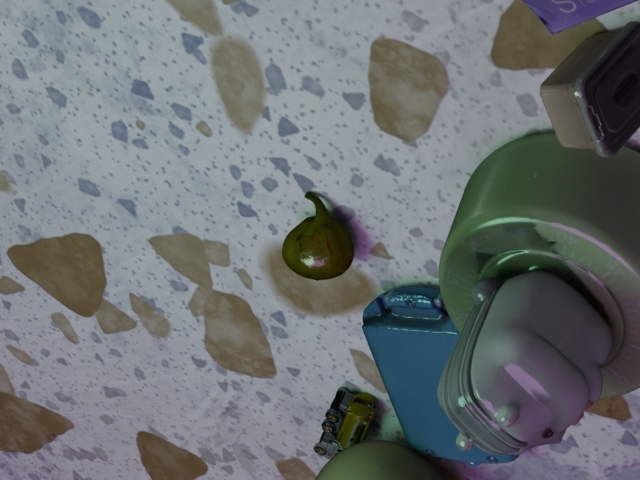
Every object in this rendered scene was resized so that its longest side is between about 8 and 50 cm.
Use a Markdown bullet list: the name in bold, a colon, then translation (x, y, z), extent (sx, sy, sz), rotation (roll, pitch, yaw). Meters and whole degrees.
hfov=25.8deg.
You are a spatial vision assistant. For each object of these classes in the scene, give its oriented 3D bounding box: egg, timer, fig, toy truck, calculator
- **egg**: translation (0.081, 0.360, 1.849), extent (0.186, 0.186, 0.241), rotation (15, 166, 24)
- **timer**: translation (0.225, 0.092, 1.421), extent (0.291, 0.315, 0.290), rotation (18, 136, 19)
- **fig**: translation (0.000, 0.000, 1.681), extent (0.084, 0.082, 0.098), rotation (46, 136, 49)
- **toy truck**: translation (0.035, 0.253, 1.899), extent (0.063, 0.052, 0.123), rotation (23, 136, 7)
- **calculator**: translation (0.156, 0.177, 1.745), extent (0.173, 0.051, 0.293), rotation (1, 128, 33)

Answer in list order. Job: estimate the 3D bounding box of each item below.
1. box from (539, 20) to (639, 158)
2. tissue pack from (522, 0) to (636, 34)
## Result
- **box**: translation (0.267, -0.144, 1.330), extent (0.062, 0.122, 0.089), rotation (5, 131, 48)
- **tissue pack**: translation (0.265, -0.328, 1.080), extent (0.242, 0.160, 0.338), rotation (53, 148, -13)
